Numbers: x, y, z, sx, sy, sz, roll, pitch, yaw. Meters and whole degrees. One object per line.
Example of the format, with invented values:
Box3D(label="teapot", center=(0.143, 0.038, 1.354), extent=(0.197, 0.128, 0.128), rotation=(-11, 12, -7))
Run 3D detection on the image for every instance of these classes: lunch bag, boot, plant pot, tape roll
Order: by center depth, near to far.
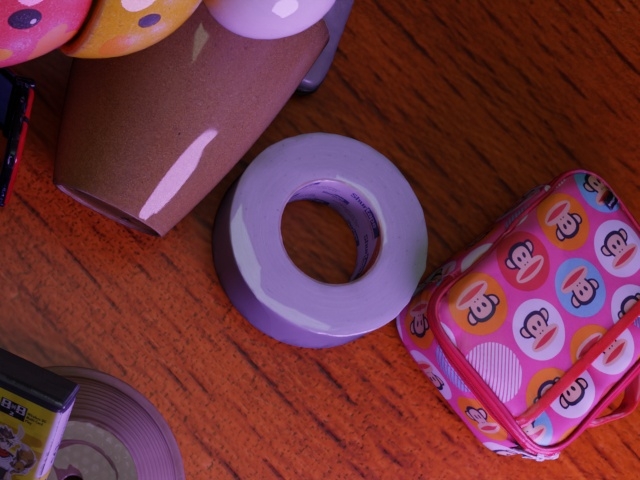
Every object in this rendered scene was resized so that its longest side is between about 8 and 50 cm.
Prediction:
Box3D(label="plant pot", center=(-0.230, 0.226, 1.028), extent=(0.238, 0.110, 0.237), rotation=(5, 74, -19))
Box3D(label="plant pot", center=(-0.149, -0.140, 1.115), extent=(0.237, 0.237, 0.254), rotation=(26, 80, -12))
Box3D(label="tape roll", center=(0.000, 0.000, 1.197), extent=(0.219, 0.072, 0.219), rotation=(5, 73, -18))
Box3D(label="boot", center=(0.014, -0.292, 1.235), extent=(0.084, 0.161, 0.246), rotation=(21, 69, -13))
Box3D(label="lunch bag", center=(0.255, 0.093, 1.246), extent=(0.293, 0.120, 0.258), rotation=(-40, 95, -23))

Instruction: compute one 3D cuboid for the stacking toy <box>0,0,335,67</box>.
Box3D(label="stacking toy", center=(-0.195, -0.252, 0.878), extent=(0.480, 0.351, 0.350), rotation=(7, 73, -25))

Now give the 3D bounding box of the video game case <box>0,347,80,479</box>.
Box3D(label="video game case", center=(-0.353, 0.159, 0.918), extent=(0.275, 0.248, 0.035), rotation=(25, 28, 2))

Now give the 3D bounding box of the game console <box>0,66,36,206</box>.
Box3D(label="game console", center=(-0.320, -0.113, 1.071), extent=(0.085, 0.144, 0.124), rotation=(12, 72, -16))
